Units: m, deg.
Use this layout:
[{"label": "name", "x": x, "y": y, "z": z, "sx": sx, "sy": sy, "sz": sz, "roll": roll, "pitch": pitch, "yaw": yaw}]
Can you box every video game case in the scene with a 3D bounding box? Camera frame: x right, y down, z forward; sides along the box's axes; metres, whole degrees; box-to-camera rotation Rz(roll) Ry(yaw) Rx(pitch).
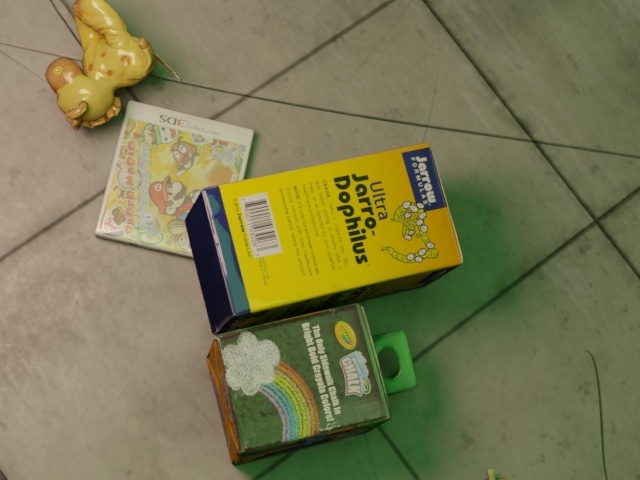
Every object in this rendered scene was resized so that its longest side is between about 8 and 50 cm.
[{"label": "video game case", "x": -0.227, "y": -0.091, "z": 2.036, "sx": 0.206, "sy": 0.026, "sz": 0.227, "roll": 13, "pitch": 75, "yaw": -5}]

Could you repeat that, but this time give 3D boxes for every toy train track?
[{"label": "toy train track", "x": 0.248, "y": 0.379, "z": 1.998, "sx": 0.083, "sy": 0.014, "sz": 0.048, "roll": -12, "pitch": 85, "yaw": -5}]

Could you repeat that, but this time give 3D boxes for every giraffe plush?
[{"label": "giraffe plush", "x": -0.343, "y": -0.256, "z": 1.993, "sx": 0.170, "sy": 0.181, "sz": 0.210, "roll": -45, "pitch": 69, "yaw": -4}]

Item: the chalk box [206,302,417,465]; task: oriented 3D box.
[{"label": "chalk box", "x": -0.006, "y": 0.208, "z": 1.919, "sx": 0.288, "sy": 0.179, "sz": 0.180, "roll": -11, "pitch": 77, "yaw": -12}]

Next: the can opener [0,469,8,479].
[{"label": "can opener", "x": -0.451, "y": 0.447, "z": 1.848, "sx": 0.093, "sy": 0.074, "sz": 0.280, "roll": -24, "pitch": 81, "yaw": -14}]

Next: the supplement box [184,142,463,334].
[{"label": "supplement box", "x": 0.000, "y": 0.000, "z": 1.946, "sx": 0.356, "sy": 0.194, "sz": 0.195, "roll": -13, "pitch": 81, "yaw": -16}]
